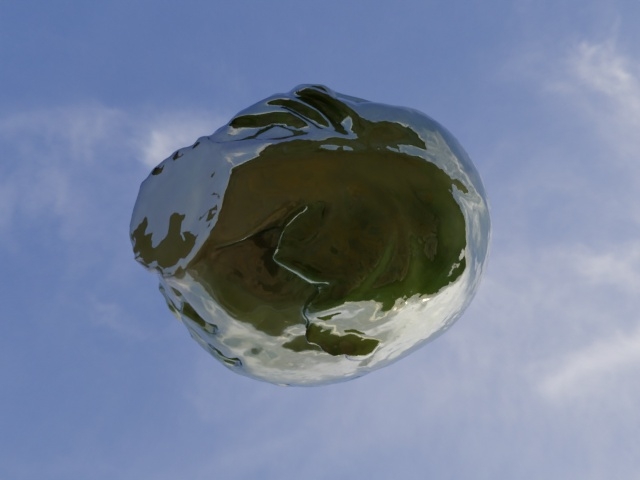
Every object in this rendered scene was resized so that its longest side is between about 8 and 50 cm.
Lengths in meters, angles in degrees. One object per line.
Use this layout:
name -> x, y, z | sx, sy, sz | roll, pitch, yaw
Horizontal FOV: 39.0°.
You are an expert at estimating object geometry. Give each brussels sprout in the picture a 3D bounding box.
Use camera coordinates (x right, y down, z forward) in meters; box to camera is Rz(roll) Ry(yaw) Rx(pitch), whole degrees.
brussels sprout -> 0.000, 0.000, 0.623 | 0.244, 0.244, 0.244 | 0, -89, -4
